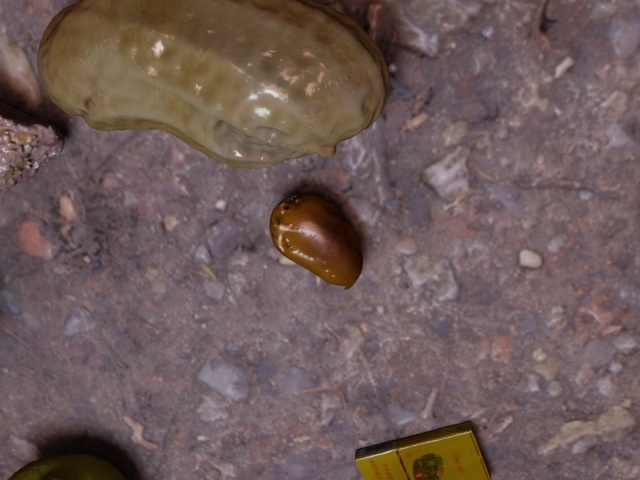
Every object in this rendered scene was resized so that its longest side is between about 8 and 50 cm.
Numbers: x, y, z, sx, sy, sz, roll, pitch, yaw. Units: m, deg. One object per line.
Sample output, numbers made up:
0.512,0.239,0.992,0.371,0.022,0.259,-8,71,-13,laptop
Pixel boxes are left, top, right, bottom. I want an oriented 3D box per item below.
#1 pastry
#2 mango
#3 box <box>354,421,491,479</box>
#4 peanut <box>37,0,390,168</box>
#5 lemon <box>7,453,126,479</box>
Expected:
-0.410,-0.137,0.763,0.265,0.103,0.112,32,96,0,pastry
0.000,0.000,0.791,0.077,0.063,0.127,-41,108,16,mango
0.130,0.288,0.918,0.155,0.023,0.087,-18,107,14,box
-0.103,-0.170,0.687,0.340,0.158,0.174,20,144,3,peanut
-0.329,0.379,0.933,0.184,0.184,0.248,9,124,3,lemon
